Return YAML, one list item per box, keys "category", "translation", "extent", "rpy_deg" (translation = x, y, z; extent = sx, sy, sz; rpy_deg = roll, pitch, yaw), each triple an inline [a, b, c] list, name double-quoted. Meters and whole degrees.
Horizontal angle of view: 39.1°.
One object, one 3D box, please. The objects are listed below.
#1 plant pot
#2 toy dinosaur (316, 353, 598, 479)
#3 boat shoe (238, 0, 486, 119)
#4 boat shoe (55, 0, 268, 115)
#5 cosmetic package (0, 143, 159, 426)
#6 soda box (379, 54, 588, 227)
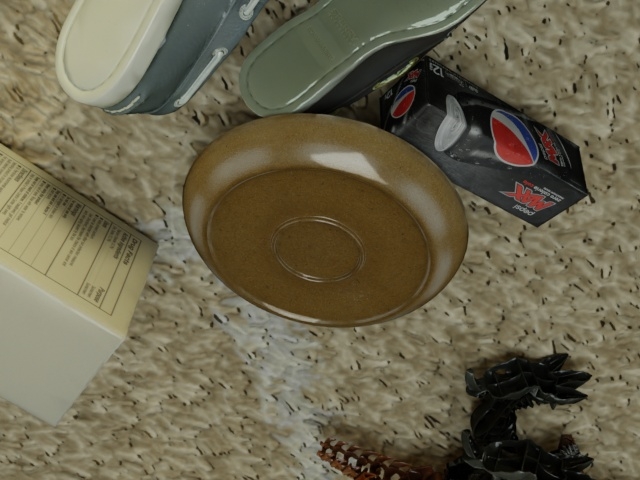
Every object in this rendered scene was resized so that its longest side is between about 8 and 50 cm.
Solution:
- category: "plant pot"
  translation: [0.000, 0.000, 0.728]
  extent: [0.236, 0.032, 0.236]
  rpy_deg: [6, 137, 6]
- category: "toy dinosaur"
  translation: [0.167, 0.239, 0.837]
  extent: [0.321, 0.164, 0.218]
  rpy_deg: [0, 131, -18]
- category: "boat shoe"
  translation: [0.045, -0.163, 0.682]
  extent: [0.227, 0.068, 0.081]
  rpy_deg: [-30, 79, 11]
- category: "boat shoe"
  translation: [-0.066, -0.222, 0.653]
  extent: [0.319, 0.116, 0.099]
  rpy_deg: [-50, 150, 13]
- category: "cosmetic package"
  translation: [-0.294, -0.009, 0.701]
  extent: [0.309, 0.160, 0.113]
  rpy_deg: [36, 111, -15]
- category: "soda box"
  translation: [0.129, -0.074, 0.702]
  extent: [0.168, 0.053, 0.060]
  rpy_deg: [24, 139, -27]
